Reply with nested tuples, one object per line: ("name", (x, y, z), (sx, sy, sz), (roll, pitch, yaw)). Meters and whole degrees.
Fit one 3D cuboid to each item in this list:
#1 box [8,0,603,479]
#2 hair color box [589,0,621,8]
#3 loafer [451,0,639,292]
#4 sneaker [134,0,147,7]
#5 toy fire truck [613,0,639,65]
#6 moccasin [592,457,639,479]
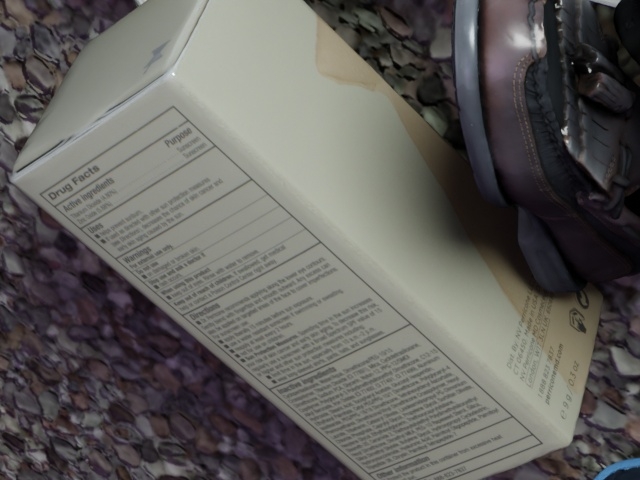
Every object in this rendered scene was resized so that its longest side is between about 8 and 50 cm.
("box", (0.000, 0.000, 0.967), (0.148, 0.121, 0.311), (-26, 120, 39))
("hair color box", (0.113, -0.285, 0.761), (0.185, 0.110, 0.338), (20, 131, 19))
("loafer", (0.134, -0.052, 0.849), (0.095, 0.109, 0.302), (0, 161, 16))
("sneaker", (-0.089, -0.185, 0.971), (0.208, 0.081, 0.094), (39, 133, -15))
("toy fire truck", (0.255, -0.031, 0.726), (0.158, 0.217, 0.246), (-54, 46, 42))
("moccasin", (0.301, 0.247, 1.016), (0.342, 0.117, 0.137), (17, 128, 20))
